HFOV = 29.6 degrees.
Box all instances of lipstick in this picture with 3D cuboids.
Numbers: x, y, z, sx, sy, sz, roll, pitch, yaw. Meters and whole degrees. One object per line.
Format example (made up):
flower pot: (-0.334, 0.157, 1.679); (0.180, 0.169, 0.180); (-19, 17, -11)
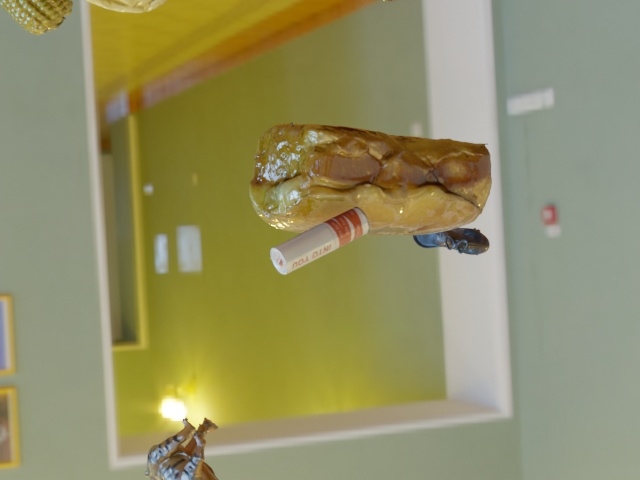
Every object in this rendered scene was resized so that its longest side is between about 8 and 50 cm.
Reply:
lipstick: (0.000, 0.000, 1.528); (0.131, 0.038, 0.038); (-27, -169, -26)

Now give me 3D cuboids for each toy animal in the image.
toy animal: (-0.149, 0.327, 1.613); (0.255, 0.116, 0.114); (34, -179, 41)

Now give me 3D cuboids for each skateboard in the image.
skateboard: (0.239, -0.005, 2.253); (0.151, 0.067, 0.080); (13, -167, 34)

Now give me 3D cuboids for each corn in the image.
corn: (-0.391, -0.347, 1.451); (0.080, 0.231, 0.080); (-33, -156, 17)

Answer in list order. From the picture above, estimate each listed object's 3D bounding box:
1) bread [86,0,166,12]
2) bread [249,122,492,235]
bread: (-0.245, -0.339, 1.341); (0.140, 0.106, 0.236); (-30, 156, 31)
bread: (0.075, -0.078, 1.701); (0.344, 0.148, 0.195); (3, -177, -35)
